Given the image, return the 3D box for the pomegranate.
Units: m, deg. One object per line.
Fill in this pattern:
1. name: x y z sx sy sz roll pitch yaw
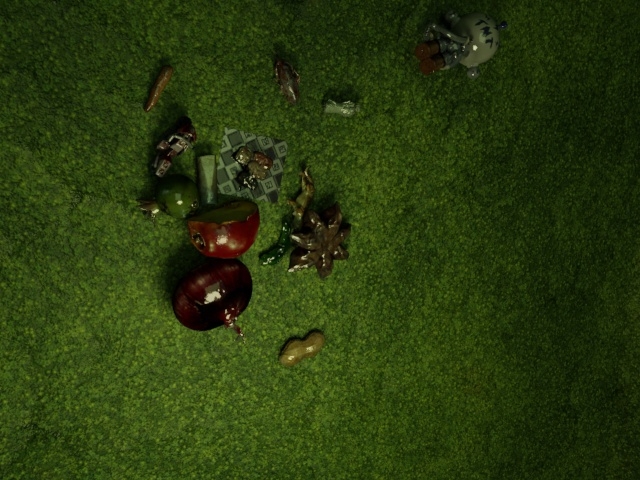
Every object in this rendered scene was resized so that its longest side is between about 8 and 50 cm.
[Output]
1. pomegranate: -0.469 -0.121 1.633 0.191 0.131 0.152 -19 145 -7

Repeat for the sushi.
1. sushi: -0.224 -0.248 1.774 0.232 0.047 0.219 9 96 -26

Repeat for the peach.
1. peach: -0.283 -0.030 1.702 0.267 0.159 0.153 -32 135 -54

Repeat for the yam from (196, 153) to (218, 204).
1. yam: -0.364 -0.194 1.708 0.068 0.068 0.169 -6 103 -24

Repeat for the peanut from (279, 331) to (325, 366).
1. peanut: -0.067 0.396 1.949 0.193 0.089 0.089 -21 108 -25

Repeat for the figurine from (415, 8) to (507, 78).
1. figurine: 0.516 -0.720 1.960 0.382 0.186 0.260 -28 116 -22

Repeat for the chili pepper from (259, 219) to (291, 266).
1. chili pepper: -0.146 0.018 1.858 0.073 0.050 0.182 33 82 -17

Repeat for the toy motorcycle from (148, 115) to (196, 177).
1. toy motorcycle: -0.449 -0.284 1.625 0.082 0.122 0.213 34 86 -40

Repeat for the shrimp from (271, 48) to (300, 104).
1. shrimp: -0.116 -0.544 1.759 0.075 0.073 0.190 -38 118 -19

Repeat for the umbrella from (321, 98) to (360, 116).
1. umbrella: 0.074 -0.470 1.865 0.144 0.067 0.062 0 59 -17

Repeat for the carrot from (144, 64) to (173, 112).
1. carrot: -0.498 -0.464 1.616 0.036 0.036 0.165 29 89 -26

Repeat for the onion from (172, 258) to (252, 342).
1. onion: -0.325 0.195 1.687 0.273 0.285 0.273 -30 154 -17

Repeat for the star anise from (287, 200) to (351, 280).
1. star anise: -0.006 0.018 1.866 0.315 0.108 0.315 -23 122 -42

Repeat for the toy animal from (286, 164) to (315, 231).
1. toy animal: -0.066 -0.145 1.854 0.099 0.057 0.241 26 81 -63
